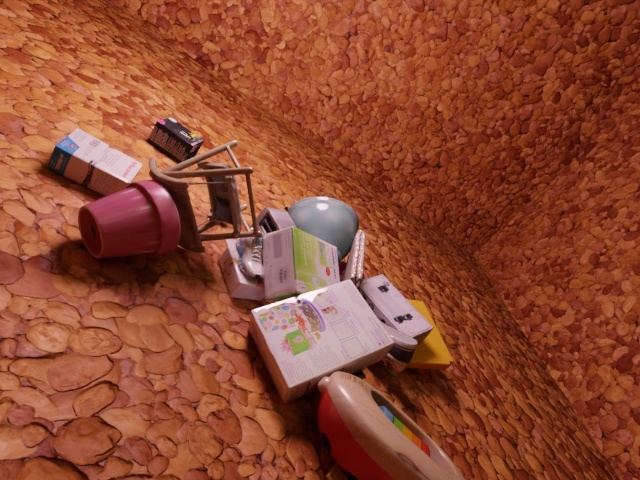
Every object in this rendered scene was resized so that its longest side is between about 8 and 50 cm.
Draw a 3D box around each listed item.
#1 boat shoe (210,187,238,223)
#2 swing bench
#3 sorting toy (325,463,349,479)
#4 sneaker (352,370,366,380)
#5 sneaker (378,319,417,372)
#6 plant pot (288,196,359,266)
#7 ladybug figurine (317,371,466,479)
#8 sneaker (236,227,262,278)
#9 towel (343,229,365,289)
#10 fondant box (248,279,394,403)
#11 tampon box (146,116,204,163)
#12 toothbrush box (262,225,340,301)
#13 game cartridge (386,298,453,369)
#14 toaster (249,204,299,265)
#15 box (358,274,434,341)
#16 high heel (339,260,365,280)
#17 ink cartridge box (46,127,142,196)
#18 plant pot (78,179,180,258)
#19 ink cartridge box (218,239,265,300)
[{"bbox_3d":[-0.359,-0.156,1.533,0.079,0.084,0.233,31,28,-22],"label":"boat shoe"},{"bbox_3d":[-0.323,-0.114,1.171,0.255,0.253,0.165,-18,47,-17],"label":"swing bench"},{"bbox_3d":[0.028,0.591,0.818,0.132,0.046,0.274,37,24,-6],"label":"sorting toy"},{"bbox_3d":[0.084,0.364,1.250,0.153,0.101,0.269,49,31,19],"label":"sneaker"},{"bbox_3d":[0.171,0.335,1.419,0.321,0.127,0.126,26,14,41],"label":"sneaker"},{"bbox_3d":[0.000,0.000,1.591,0.293,0.293,0.196,27,50,-27],"label":"plant pot"},{"bbox_3d":[0.154,0.499,0.973,0.449,0.162,0.305,42,0,6],"label":"ladybug figurine"},{"bbox_3d":[-0.207,0.032,1.255,0.071,0.083,0.190,21,31,-40],"label":"sneaker"},{"bbox_3d":[0.119,0.110,1.466,0.049,0.187,0.282,15,39,-1],"label":"towel"},{"bbox_3d":[0.000,0.263,1.134,0.330,0.096,0.238,-13,52,-29],"label":"fondant box"},{"bbox_3d":[-0.569,-0.393,1.620,0.161,0.101,0.120,35,23,-9],"label":"tampon box"},{"bbox_3d":[-0.053,0.098,1.321,0.283,0.122,0.206,28,52,-57],"label":"toothbrush box"},{"bbox_3d":[0.336,0.353,1.599,0.285,0.052,0.323,11,37,-22],"label":"game cartridge"},{"bbox_3d":[-0.165,-0.015,1.463,0.110,0.168,0.185,12,36,-46],"label":"toaster"},{"bbox_3d":[0.258,0.267,1.536,0.169,0.087,0.290,-11,47,-44],"label":"box"},{"bbox_3d":[0.111,0.152,1.703,0.117,0.082,0.244,49,17,17],"label":"high heel"},{"bbox_3d":[-0.653,-0.219,1.204,0.203,0.086,0.148,31,25,-22],"label":"ink cartridge box"},{"bbox_3d":[-0.484,-0.041,1.028,0.180,0.201,0.201,-21,62,-46],"label":"plant pot"},{"bbox_3d":[-0.244,0.089,1.288,0.115,0.067,0.198,17,33,-42],"label":"ink cartridge box"}]
